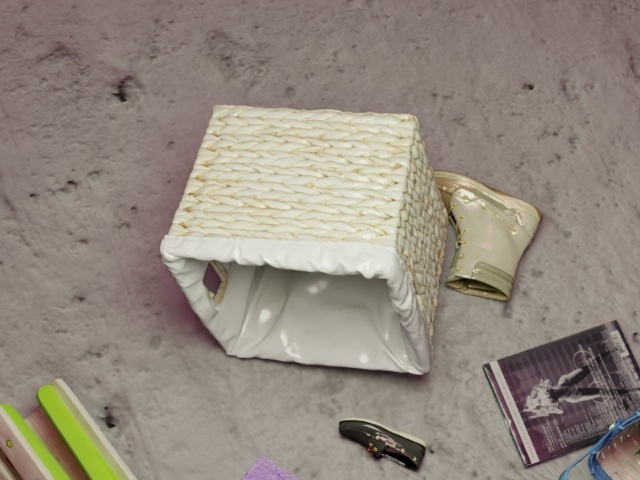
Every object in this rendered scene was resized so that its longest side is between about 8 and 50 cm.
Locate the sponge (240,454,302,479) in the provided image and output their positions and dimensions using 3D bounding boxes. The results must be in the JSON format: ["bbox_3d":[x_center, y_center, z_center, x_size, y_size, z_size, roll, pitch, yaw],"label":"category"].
[{"bbox_3d":[-0.025,0.389,1.756,0.210,0.031,0.117,30,28,13],"label":"sponge"}]

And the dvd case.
[{"bbox_3d":[0.372,0.226,1.873,0.221,0.018,0.164,-18,68,-9],"label":"dvd case"}]

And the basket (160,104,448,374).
[{"bbox_3d":[0.000,0.000,1.784,0.331,0.328,0.266,5,62,18],"label":"basket"}]

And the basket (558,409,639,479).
[{"bbox_3d":[0.480,0.342,1.698,0.255,0.201,0.289,46,44,12],"label":"basket"}]

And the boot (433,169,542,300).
[{"bbox_3d":[0.218,-0.009,1.954,0.213,0.077,0.165,21,69,9],"label":"boot"}]

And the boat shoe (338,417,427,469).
[{"bbox_3d":[0.087,0.293,1.826,0.133,0.049,0.042,20,59,4],"label":"boat shoe"}]

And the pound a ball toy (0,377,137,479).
[{"bbox_3d":[-0.401,0.335,1.744,0.319,0.136,0.208,48,38,19],"label":"pound a ball toy"}]
